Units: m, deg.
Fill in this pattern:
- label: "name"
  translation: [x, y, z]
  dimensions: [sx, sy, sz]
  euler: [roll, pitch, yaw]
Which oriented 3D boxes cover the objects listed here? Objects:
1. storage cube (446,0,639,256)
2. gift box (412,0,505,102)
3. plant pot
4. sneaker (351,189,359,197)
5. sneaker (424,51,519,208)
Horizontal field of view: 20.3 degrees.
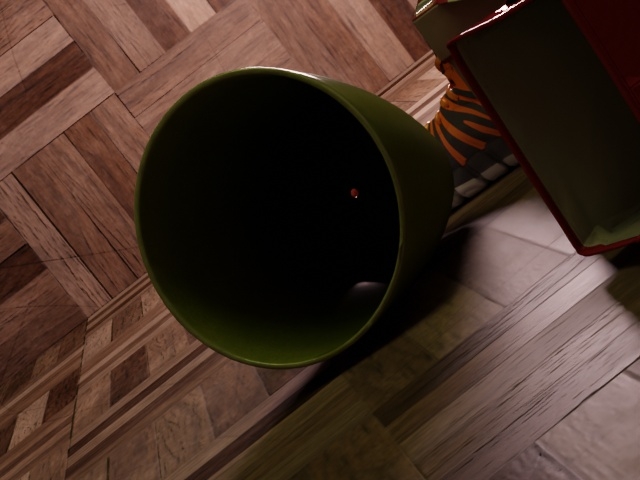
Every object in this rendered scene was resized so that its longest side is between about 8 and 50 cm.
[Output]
- label: "storage cube"
  translation: [0.241, -0.126, 1.247]
  dimensions: [0.193, 0.215, 0.183]
  euler: [-34, 5, -19]
- label: "gift box"
  translation: [0.232, -0.197, 1.518]
  dimensions: [0.255, 0.258, 0.276]
  euler: [-37, 6, 8]
- label: "plant pot"
  translation: [0.012, -0.040, 1.732]
  dimensions: [0.275, 0.275, 0.293]
  euler: [-34, -7, 26]
- label: "sneaker"
  translation: [0.000, 0.000, 2.031]
  dimensions: [0.135, 0.097, 0.276]
  euler: [-32, 7, 36]
- label: "sneaker"
  translation: [0.146, -0.149, 1.924]
  dimensions: [0.321, 0.180, 0.124]
  euler: [-34, 8, 28]
